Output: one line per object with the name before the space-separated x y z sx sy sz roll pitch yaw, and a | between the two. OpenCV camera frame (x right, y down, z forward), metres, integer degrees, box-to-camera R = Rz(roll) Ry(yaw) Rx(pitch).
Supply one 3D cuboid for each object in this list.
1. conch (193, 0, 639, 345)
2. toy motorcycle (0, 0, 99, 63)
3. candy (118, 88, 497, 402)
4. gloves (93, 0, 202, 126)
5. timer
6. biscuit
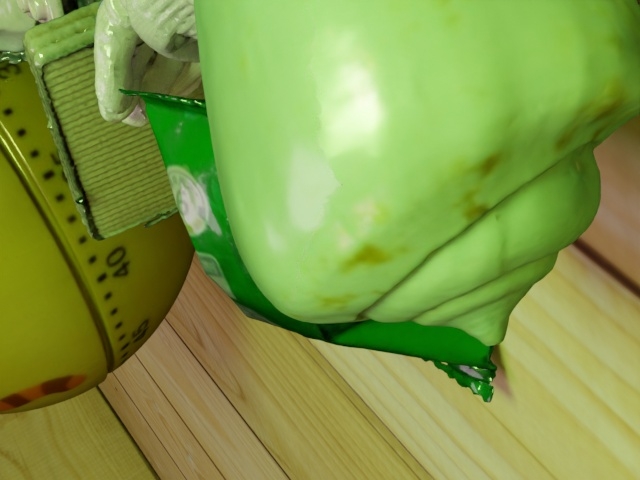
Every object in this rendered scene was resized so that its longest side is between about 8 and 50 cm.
conch | 0.014 -0.087 0.435 0.137 0.143 0.251 -39 61 33
toy motorcycle | -0.211 -0.161 0.862 0.239 0.204 0.108 9 116 67
candy | 0.000 0.003 0.645 0.141 0.078 0.203 -1 142 31
gloves | -0.051 -0.103 0.662 0.119 0.097 0.229 35 158 -14
timer | -0.299 -0.013 1.072 0.376 0.386 0.376 50 161 25
biscuit | -0.105 -0.078 0.827 0.041 0.121 0.199 57 164 25
